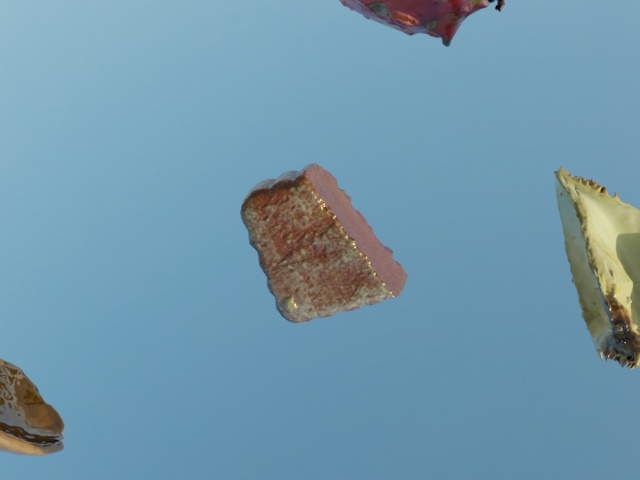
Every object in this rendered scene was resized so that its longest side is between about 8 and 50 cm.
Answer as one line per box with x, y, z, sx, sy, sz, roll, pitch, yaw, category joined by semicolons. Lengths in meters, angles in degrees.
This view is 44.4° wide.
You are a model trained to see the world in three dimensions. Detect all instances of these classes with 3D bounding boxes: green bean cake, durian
0.000;0.000;1.189;0.198;0.233;0.097;-20;-164;14;green bean cake
0.313;0.039;0.846;0.144;0.139;0.252;-34;-136;45;durian

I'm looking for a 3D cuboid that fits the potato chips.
-0.324;0.152;0.754;0.049;0.202;0.150;-38;-114;2;potato chips

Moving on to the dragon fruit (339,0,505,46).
0.108;-0.317;0.717;0.268;0.205;0.210;-45;-141;31;dragon fruit
